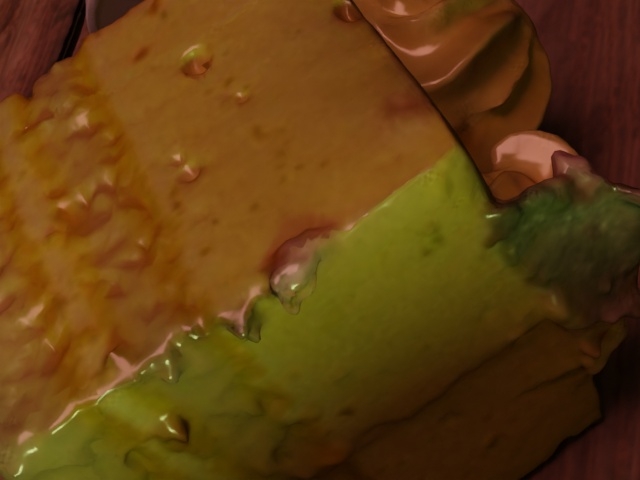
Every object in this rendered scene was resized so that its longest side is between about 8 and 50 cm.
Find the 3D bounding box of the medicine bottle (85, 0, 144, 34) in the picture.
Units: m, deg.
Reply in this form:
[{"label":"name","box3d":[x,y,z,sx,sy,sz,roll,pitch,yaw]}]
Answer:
[{"label":"medicine bottle","box3d":[-0.101,-0.224,0.959,0.139,0.139,0.237,-23,48,19]}]

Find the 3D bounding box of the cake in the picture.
[{"label":"cake","box3d":[0.000,0.000,0.667,0.286,0.222,0.227,-35,47,6]}]
